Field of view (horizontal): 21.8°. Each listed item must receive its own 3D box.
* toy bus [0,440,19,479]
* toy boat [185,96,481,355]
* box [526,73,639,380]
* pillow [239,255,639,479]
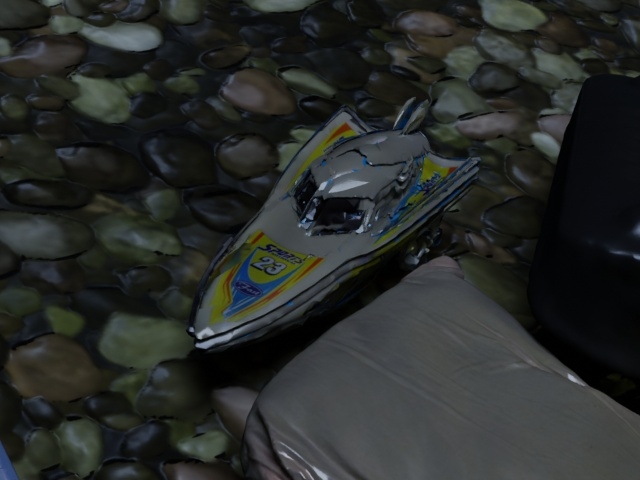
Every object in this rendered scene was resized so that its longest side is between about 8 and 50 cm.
[{"bbox_3d":[-0.240,0.120,0.509,0.292,0.125,0.133,-17,47,-27],"label":"toy bus"},{"bbox_3d":[0.000,0.000,0.799,0.084,0.066,0.210,25,39,19],"label":"toy boat"},{"bbox_3d":[0.255,0.011,0.823,0.290,0.073,0.289,19,26,5],"label":"box"},{"bbox_3d":[0.098,0.113,0.677,0.270,0.067,0.173,34,45,25],"label":"pillow"}]
